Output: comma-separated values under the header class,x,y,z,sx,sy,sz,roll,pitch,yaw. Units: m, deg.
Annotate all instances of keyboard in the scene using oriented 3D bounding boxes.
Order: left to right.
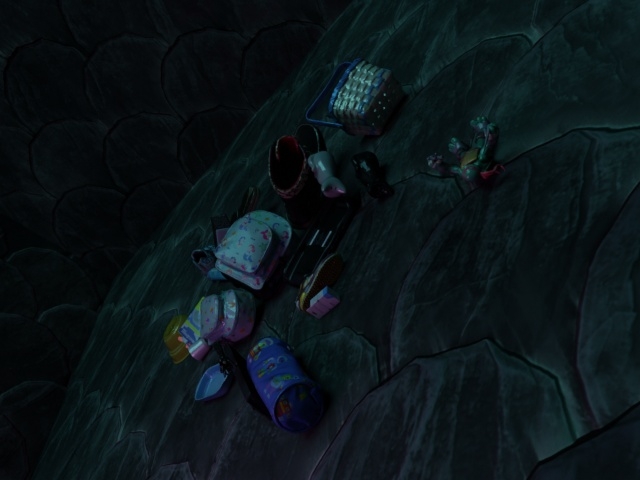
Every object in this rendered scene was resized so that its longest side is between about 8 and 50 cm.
class,x,y,z,sx,sy,sz,roll,pitch,yaw
keyboard,-0.207,0.340,1.559,0.033,0.201,0.317,-43,22,-6

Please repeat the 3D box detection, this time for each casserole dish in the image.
class,x,y,z,sx,sy,sz,roll,pitch,yaw
casserole dish,-0.317,0.432,1.857,0.188,0.037,0.114,-31,32,45

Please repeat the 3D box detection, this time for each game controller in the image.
class,x,y,z,sx,sy,sz,roll,pitch,yaw
game controller,0.000,0.000,1.833,0.166,0.067,0.319,13,69,50

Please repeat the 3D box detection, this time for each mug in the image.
class,x,y,z,sx,sy,sz,roll,pitch,yaw
mug,-0.414,0.367,2.110,0.064,0.062,0.078,-44,30,5

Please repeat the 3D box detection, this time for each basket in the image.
class,x,y,z,sx,sy,sz,roll,pitch,yaw
basket,0.110,-0.471,2.033,0.289,0.201,0.255,27,80,36

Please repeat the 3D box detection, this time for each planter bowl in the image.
class,x,y,z,sx,sy,sz,roll,pitch,yaw
planter bowl,-0.533,0.350,2.323,0.217,0.090,0.217,-42,26,26

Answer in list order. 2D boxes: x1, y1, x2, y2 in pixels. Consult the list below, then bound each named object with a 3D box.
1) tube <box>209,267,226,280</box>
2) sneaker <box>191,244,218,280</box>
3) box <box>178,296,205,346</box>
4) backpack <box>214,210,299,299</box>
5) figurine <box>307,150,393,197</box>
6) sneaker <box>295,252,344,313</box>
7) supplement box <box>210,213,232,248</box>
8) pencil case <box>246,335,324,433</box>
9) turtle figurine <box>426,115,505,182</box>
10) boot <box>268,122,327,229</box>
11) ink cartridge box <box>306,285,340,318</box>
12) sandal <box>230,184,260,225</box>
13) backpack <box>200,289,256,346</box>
class,x,y,z,sx,sy,sz,roll,pitch,yaw
tube,-0.361,0.124,2.363,0.207,0.052,0.080,-9,54,53
sneaker,-0.479,0.064,2.570,0.104,0.125,0.262,-51,23,7
box,-0.436,0.305,2.206,0.109,0.042,0.178,32,86,38
backpack,-0.198,0.028,1.958,0.225,0.191,0.254,24,69,29
figurine,0.082,-0.178,1.738,0.209,0.214,0.092,-111,23,-58
sneaker,-0.010,0.108,1.668,0.186,0.069,0.084,-56,28,-6
supplement box,-0.400,-0.016,2.517,0.239,0.073,0.130,-135,38,-67
pencil case,-0.087,0.331,1.446,0.133,0.119,0.306,-36,21,-8
turtle figurine,0.331,-0.190,1.362,0.175,0.118,0.234,-24,19,26
boot,-0.070,-0.252,1.940,0.284,0.138,0.378,62,-146,-69
ink cartridge box,0.007,0.162,1.586,0.083,0.048,0.028,-42,25,25
sandal,-0.290,-0.093,2.462,0.303,0.086,0.120,-55,40,40
backpack,-0.293,0.239,1.926,0.188,0.144,0.166,-26,55,38
